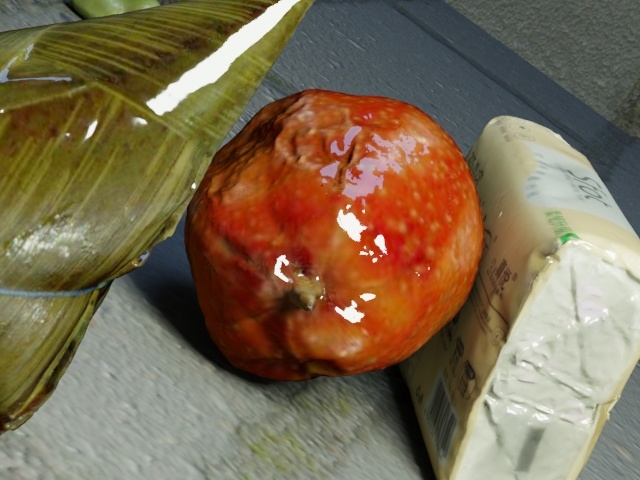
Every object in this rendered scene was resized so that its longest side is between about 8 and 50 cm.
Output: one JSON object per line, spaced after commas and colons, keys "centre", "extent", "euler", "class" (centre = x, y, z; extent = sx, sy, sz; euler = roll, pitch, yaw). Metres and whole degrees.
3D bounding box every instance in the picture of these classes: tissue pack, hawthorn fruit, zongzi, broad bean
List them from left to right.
{"centre": [-0.143, -0.059, 0.748], "extent": [0.221, 0.242, 0.112], "euler": [29, 21, -35], "class": "zongzi"}
{"centre": [-0.162, -0.184, 1.547], "extent": [0.083, 0.045, 0.063], "euler": [31, 24, 14], "class": "broad bean"}
{"centre": [0.000, -0.003, 1.064], "extent": [0.173, 0.173, 0.179], "euler": [42, 39, 25], "class": "hawthorn fruit"}
{"centre": [0.116, 0.045, 1.143], "extent": [0.090, 0.186, 0.222], "euler": [19, 18, -12], "class": "tissue pack"}
